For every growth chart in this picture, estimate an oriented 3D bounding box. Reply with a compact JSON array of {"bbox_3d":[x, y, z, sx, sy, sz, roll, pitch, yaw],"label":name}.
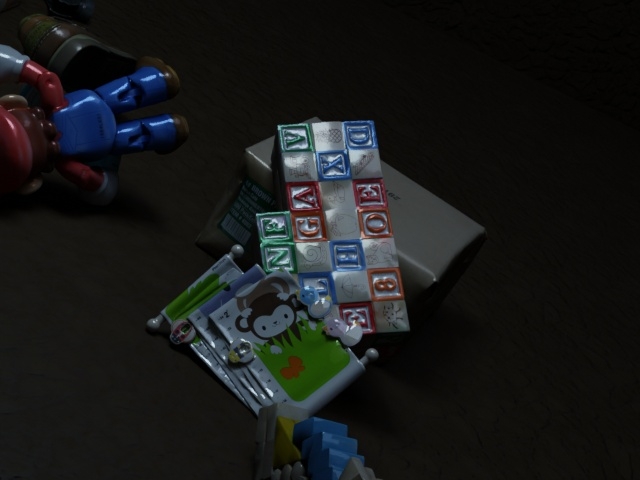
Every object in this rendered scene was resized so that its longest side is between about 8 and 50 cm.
[{"bbox_3d":[-0.064,0.112,1.572,0.237,0.172,0.021,39,-12,18],"label":"growth chart"}]

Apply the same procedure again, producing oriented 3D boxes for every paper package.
[{"bbox_3d":[0.039,-0.008,1.925,0.325,0.168,0.309,34,22,9],"label":"paper package"}]

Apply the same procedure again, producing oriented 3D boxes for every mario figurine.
[{"bbox_3d":[-0.345,-0.150,1.742,0.320,0.170,0.198,-16,69,-32],"label":"mario figurine"}]

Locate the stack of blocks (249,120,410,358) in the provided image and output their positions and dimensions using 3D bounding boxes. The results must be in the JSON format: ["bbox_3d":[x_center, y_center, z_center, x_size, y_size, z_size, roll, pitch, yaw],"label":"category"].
[{"bbox_3d":[0.000,0.000,1.695,0.171,0.087,0.297,-3,65,-11],"label":"stack of blocks"}]

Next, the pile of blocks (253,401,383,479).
[{"bbox_3d":[0.040,0.273,1.330,0.112,0.149,0.362,18,24,-28],"label":"pile of blocks"}]

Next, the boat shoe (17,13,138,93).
[{"bbox_3d":[-0.348,-0.263,1.960,0.104,0.111,0.307,39,-3,10],"label":"boat shoe"}]

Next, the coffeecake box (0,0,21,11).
[{"bbox_3d":[-0.595,-0.455,2.236,0.185,0.068,0.142,30,21,0],"label":"coffeecake box"}]

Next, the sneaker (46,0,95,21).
[{"bbox_3d":[-0.456,-0.443,2.410,0.089,0.051,0.170,21,26,-33],"label":"sneaker"}]

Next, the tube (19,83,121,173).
[{"bbox_3d":[-0.348,-0.158,1.897,0.052,0.080,0.207,-22,49,-39],"label":"tube"}]
